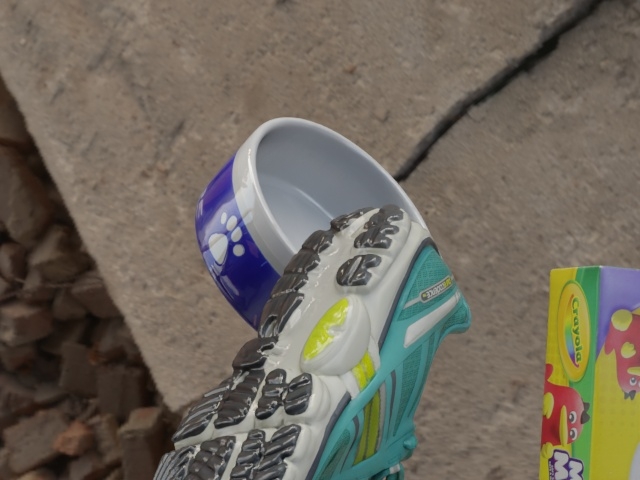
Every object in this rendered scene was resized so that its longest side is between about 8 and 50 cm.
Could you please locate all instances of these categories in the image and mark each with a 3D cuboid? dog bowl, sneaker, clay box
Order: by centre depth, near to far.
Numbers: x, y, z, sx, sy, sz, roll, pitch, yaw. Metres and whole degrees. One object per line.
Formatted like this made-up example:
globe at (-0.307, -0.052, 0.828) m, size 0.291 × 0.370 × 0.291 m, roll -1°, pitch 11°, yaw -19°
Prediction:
clay box at (0.173, 0.128, 0.505) m, size 0.128 × 0.053 × 0.222 m, roll 6°, pitch 84°, yaw -17°
sneaker at (0.004, 0.103, 0.536) m, size 0.107 × 0.110 × 0.275 m, roll -10°, pitch 39°, yaw 51°
dog bowl at (0.000, 0.000, 1.108) m, size 0.104 × 0.265 × 0.264 m, roll -42°, pitch 60°, yaw 32°
